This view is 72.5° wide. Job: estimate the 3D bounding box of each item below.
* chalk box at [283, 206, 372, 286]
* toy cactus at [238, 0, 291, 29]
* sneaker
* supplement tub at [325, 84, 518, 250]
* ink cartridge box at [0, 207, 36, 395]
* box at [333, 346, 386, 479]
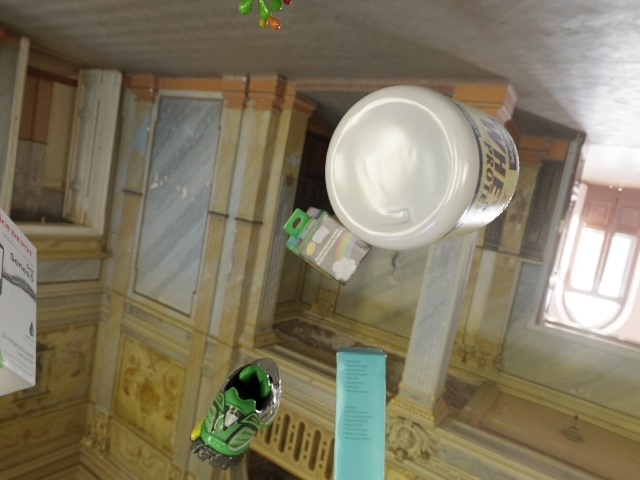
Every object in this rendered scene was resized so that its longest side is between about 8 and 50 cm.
[{"bbox_3d":[0.000,0.000,1.146,0.213,0.132,0.132,36,178,-19],"label":"chalk box"},{"bbox_3d":[-0.116,-0.555,0.921,0.112,0.180,0.219,49,-156,20],"label":"toy cactus"},{"bbox_3d":[-0.135,0.319,0.907,0.134,0.146,0.343,32,-173,2],"label":"sneaker"},{"bbox_3d":[0.187,-0.115,0.731,0.235,0.235,0.325,14,-165,35],"label":"supplement tub"},{"bbox_3d":[-0.528,0.077,0.650,0.115,0.273,0.198,-15,148,-14],"label":"ink cartridge box"},{"bbox_3d":[0.048,0.260,0.541,0.060,0.244,0.100,1,170,5],"label":"box"}]
